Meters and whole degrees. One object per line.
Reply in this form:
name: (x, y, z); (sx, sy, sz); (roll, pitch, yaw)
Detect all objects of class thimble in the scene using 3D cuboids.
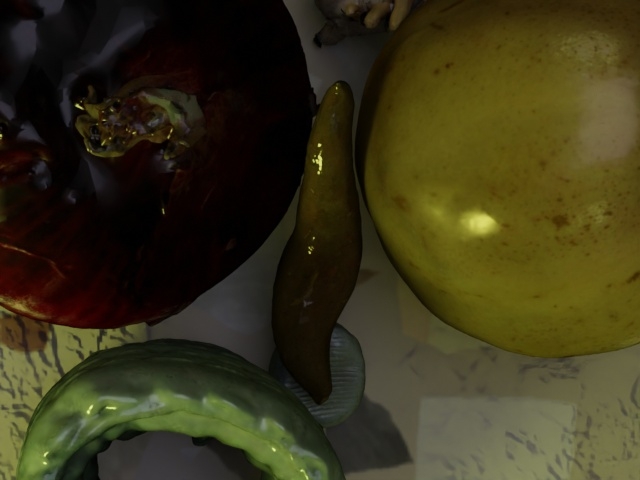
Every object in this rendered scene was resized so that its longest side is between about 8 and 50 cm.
thimble: (-0.087, 0.181, 0.944); (0.250, 0.172, 0.205); (41, 86, -7)

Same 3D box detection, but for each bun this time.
bun: (-0.003, 0.101, 1.054); (0.083, 0.045, 0.083); (-1, 92, -13)

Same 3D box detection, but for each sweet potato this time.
sweet potato: (0.001, -0.003, 0.984); (0.059, 0.069, 0.250); (12, 116, 8)

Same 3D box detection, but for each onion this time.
onion: (-0.138, -0.094, 0.938); (0.314, 0.232, 0.314); (0, 90, -33)

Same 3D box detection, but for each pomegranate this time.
pomegranate: (0.184, -0.068, 0.989); (0.319, 0.319, 0.319); (2, 84, -15)

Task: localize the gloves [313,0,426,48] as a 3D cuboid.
gloves: (0.035, -0.222, 1.074); (0.094, 0.110, 0.144); (-1, 84, -58)
